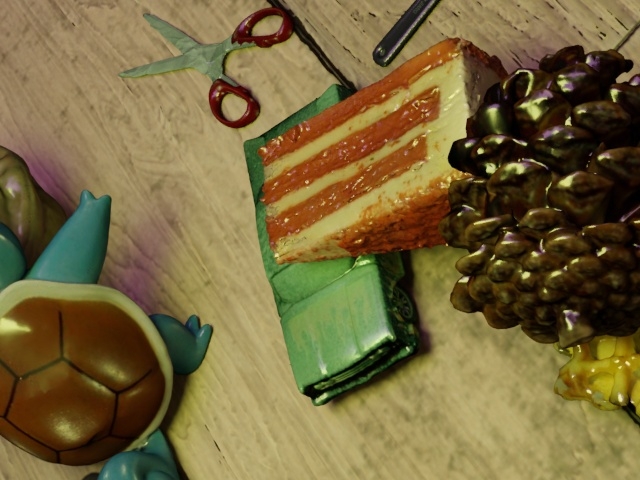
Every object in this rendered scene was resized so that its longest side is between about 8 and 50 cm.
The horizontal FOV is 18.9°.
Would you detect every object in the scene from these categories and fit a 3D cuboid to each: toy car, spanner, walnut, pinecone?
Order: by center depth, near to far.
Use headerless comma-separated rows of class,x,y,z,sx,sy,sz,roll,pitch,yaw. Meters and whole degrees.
pinecone,0.213,-0.038,1.589,0.224,0.224,0.273,-13,54,35
toy car,0.000,0.000,1.909,0.141,0.097,0.321,-31,52,26
spanner,0.125,-0.262,1.990,0.208,0.012,0.046,-49,48,10
walnut,-0.390,0.012,2.125,0.248,0.248,0.248,-18,59,33

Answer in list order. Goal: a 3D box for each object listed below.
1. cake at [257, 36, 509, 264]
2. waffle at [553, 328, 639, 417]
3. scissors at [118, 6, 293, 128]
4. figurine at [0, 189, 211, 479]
cake,0.062,-0.078,1.779,0.262,0.160,0.158,-9,60,4
waffle,0.330,0.020,1.649,0.329,0.062,0.329,-20,56,33
scissors,-0.139,-0.209,2.182,0.247,0.017,0.144,15,79,44
figurine,-0.275,0.134,1.971,0.298,0.243,0.416,-40,92,24
